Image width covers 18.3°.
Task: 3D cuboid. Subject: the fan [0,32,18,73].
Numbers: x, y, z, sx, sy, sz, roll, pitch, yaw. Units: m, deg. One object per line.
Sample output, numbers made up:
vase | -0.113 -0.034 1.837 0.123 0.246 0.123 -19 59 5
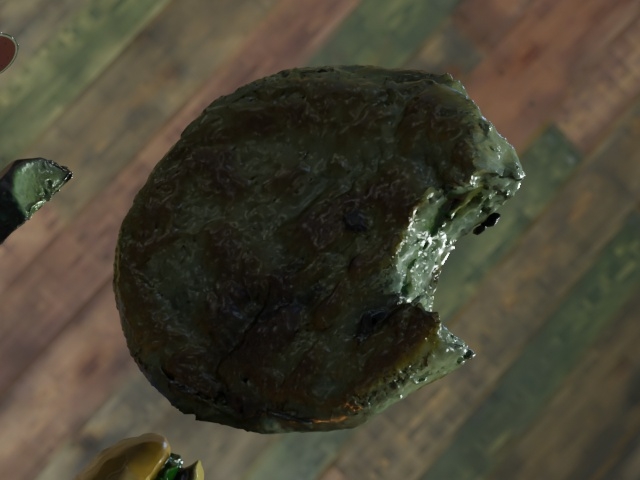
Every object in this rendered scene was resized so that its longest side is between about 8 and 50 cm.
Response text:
fan | -0.400 -0.235 2.389 0.085 0.005 0.133 -18 149 -24

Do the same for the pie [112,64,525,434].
pie | -0.007 -0.001 1.324 0.303 0.067 0.302 -14 -124 22

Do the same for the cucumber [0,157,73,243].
cucumber | -0.270 0.019 1.413 0.220 0.046 0.070 -42 -166 5

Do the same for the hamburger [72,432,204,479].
hamburger | -0.128 0.205 1.308 0.162 0.115 0.162 -50 -176 5
